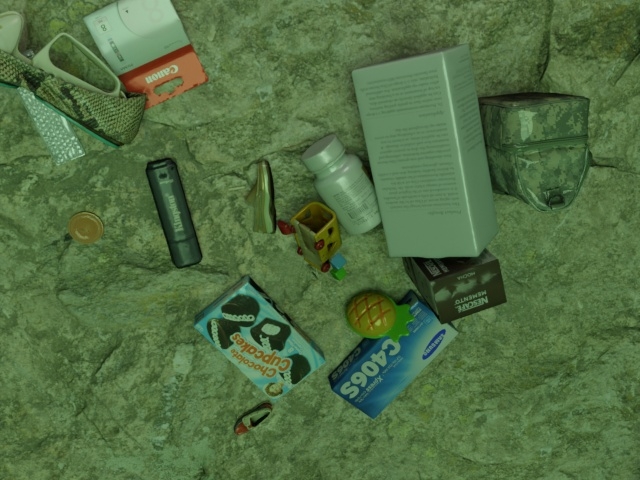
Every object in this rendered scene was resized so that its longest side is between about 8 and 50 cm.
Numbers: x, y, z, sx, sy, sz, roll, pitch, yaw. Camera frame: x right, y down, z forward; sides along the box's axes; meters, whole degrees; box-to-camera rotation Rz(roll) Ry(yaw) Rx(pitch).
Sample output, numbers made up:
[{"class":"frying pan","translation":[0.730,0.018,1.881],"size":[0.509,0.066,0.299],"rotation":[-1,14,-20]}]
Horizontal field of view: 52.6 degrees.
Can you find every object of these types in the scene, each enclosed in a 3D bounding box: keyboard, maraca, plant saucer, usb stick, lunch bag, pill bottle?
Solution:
[{"class":"keyboard","translation":[-0.628,-0.299,1.475],"size":[0.072,0.014,0.255],"rotation":[-22,112,0]},{"class":"maraca","translation":[0.154,0.201,1.707],"size":[0.186,0.099,0.127],"rotation":[14,76,23]},{"class":"plant saucer","translation":[-0.573,-0.030,1.583],"size":[0.084,0.013,0.083],"rotation":[-2,110,-7]},{"class":"usb stick","translation":[-0.357,-0.062,1.585],"size":[0.077,0.045,0.277],"rotation":[-13,111,-3]},{"class":"lunch bag","translation":[0.481,-0.210,1.520],"size":[0.213,0.305,0.255],"rotation":[-7,105,-6]},{"class":"pill bottle","translation":[0.059,-0.137,1.572],"size":[0.131,0.131,0.229],"rotation":[-35,111,5]}]

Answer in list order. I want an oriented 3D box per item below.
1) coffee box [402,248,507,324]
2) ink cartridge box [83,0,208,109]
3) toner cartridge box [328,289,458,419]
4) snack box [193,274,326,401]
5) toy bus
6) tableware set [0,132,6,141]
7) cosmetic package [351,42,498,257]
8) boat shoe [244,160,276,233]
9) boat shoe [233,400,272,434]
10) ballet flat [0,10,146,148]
[{"class":"coffee box","translation":[0.315,0.068,1.597],"size":[0.168,0.297,0.118],"rotation":[-18,111,-1]},{"class":"ink cartridge box","translation":[-0.383,-0.425,1.444],"size":[0.189,0.066,0.232],"rotation":[-24,108,1]},{"class":"toner cartridge box","translation":[0.198,0.318,1.791],"size":[0.165,0.075,0.347],"rotation":[38,101,-20]},{"class":"snack box","translation":[-0.158,0.265,1.727],"size":[0.187,0.060,0.322],"rotation":[-39,111,7]},{"class":"toy bus","translation":[0.002,-0.004,1.618],"size":[0.104,0.202,0.191],"rotation":[-43,104,-19]},{"class":"tableware set","translation":[-0.805,-0.239,1.466],"size":[0.154,0.024,0.104],"rotation":[-25,111,2]},{"class":"cosmetic package","translation":[0.247,-0.196,1.490],"size":[0.230,0.161,0.452],"rotation":[-1,110,35]},{"class":"boat shoe","translation":[-0.151,-0.103,1.593],"size":[0.072,0.068,0.189],"rotation":[-1,111,4]},{"class":"boat shoe","translation":[-0.190,0.506,1.821],"size":[0.137,0.043,0.049],"rotation":[-38,113,8]},{"class":"ballet flat","translation":[-0.594,-0.364,1.358],"size":[0.483,0.164,0.181],"rotation":[23,101,-31]}]
